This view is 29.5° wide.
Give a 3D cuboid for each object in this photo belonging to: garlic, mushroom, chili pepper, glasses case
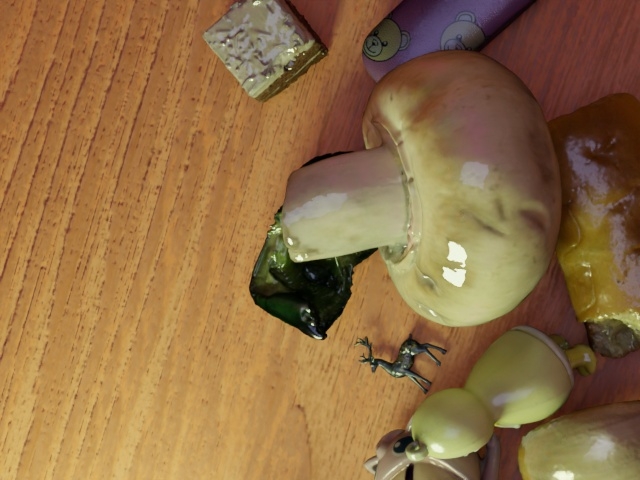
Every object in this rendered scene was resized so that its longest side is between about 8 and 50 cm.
[{"bbox_3d":[0.382,0.270,1.601,0.244,0.164,0.145,-19,101,3],"label":"garlic"},{"bbox_3d":[0.148,-0.074,1.589,0.353,0.353,0.325,12,50,11],"label":"mushroom"},{"bbox_3d":[0.004,-0.002,1.729,0.148,0.116,0.265,21,92,22],"label":"chili pepper"},{"bbox_3d":[0.197,-0.325,1.704,0.316,0.076,0.123,-40,83,8],"label":"glasses case"}]

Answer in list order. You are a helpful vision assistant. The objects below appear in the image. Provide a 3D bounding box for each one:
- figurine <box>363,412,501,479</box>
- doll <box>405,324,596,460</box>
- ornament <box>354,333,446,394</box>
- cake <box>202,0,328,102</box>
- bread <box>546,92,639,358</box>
[{"bbox_3d":[0.194,0.366,1.647,0.287,0.186,0.176,45,117,-6],"label":"figurine"},{"bbox_3d":[0.230,0.211,1.609,0.296,0.141,0.117,-34,123,-20],"label":"doll"},{"bbox_3d":[0.109,0.164,1.737,0.125,0.028,0.073,23,94,9],"label":"ornament"},{"bbox_3d":[-0.081,-0.281,1.721,0.135,0.147,0.134,-40,81,10],"label":"cake"},{"bbox_3d":[0.401,-0.015,1.621,0.195,0.149,0.344,-21,85,11],"label":"bread"}]
